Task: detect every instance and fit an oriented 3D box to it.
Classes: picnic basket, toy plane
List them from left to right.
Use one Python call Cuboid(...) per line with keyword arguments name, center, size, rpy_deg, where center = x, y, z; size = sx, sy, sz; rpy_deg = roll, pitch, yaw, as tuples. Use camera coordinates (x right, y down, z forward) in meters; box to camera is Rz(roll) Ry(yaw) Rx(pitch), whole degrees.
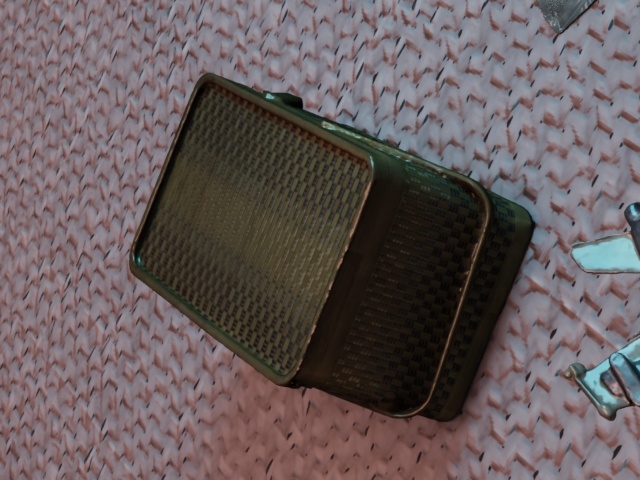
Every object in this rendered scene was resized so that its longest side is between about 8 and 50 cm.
Cuboid(name="picnic basket", center=(0.000, 0.000, 1.280), size=(0.267, 0.139, 0.165), rpy_deg=(31, 102, 53))
Cuboid(name="toy plane", center=(0.243, 0.059, 0.992), size=(0.192, 0.088, 0.262), rpy_deg=(-38, 47, 1))

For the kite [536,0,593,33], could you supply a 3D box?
Cuboid(name="kite", center=(0.155, -0.256, 1.287), size=(0.141, 0.015, 0.245), rpy_deg=(-51, 43, 23))
